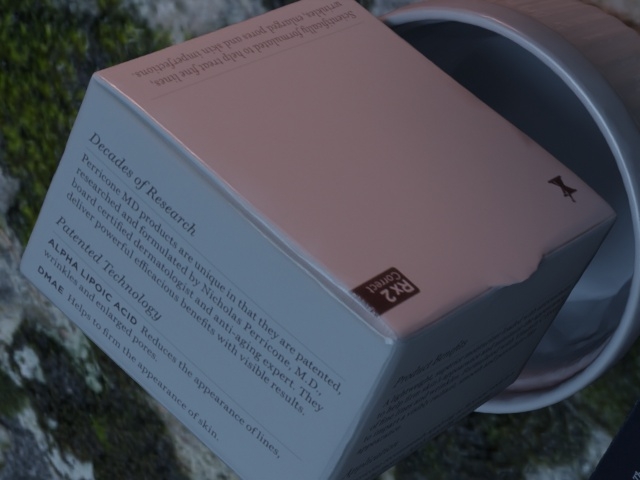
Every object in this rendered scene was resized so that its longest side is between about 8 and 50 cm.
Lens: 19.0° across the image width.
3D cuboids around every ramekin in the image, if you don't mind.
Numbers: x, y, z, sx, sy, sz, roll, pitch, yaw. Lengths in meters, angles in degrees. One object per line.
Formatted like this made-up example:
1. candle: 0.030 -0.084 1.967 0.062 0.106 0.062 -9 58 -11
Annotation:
1. ramekin: 0.096 -0.028 0.961 0.207 0.109 0.207 16 118 33

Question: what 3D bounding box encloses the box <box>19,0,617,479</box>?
1. box: 0.000 0.000 0.854 0.182 0.181 0.119 41 128 19

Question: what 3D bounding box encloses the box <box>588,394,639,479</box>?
1. box: 0.223 0.124 0.932 0.158 0.093 0.156 39 128 19
